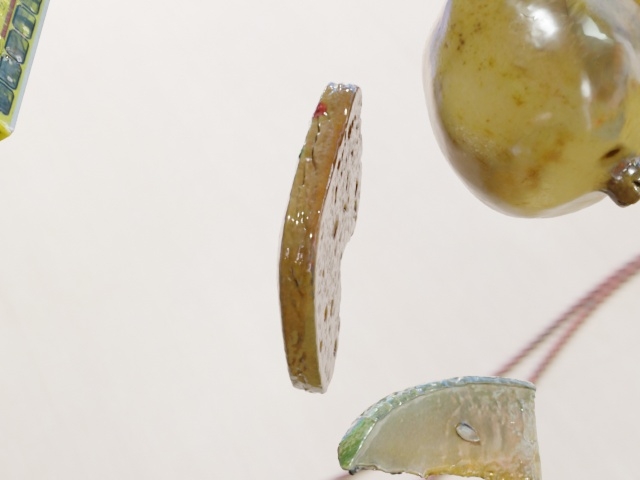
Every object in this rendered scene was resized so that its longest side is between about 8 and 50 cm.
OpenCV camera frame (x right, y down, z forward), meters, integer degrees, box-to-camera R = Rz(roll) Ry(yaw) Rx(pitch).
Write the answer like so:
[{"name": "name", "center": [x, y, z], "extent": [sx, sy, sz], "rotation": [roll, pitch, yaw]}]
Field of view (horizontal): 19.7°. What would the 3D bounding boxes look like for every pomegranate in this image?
[{"name": "pomegranate", "center": [0.242, -0.173, 2.003], "extent": [0.307, 0.307, 0.307], "rotation": [-10, 38, 7]}]

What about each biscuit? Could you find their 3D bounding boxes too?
[{"name": "biscuit", "center": [-0.002, 0.000, 1.928], "extent": [0.052, 0.262, 0.277], "rotation": [7, 52, 10]}]

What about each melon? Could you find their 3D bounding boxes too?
[{"name": "melon", "center": [0.093, 0.150, 1.476], "extent": [0.182, 0.054, 0.098], "rotation": [9, 61, -27]}]

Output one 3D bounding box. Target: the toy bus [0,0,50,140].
[{"name": "toy bus", "center": [-0.268, -0.170, 1.479], "extent": [0.081, 0.074, 0.226], "rotation": [-27, 40, 32]}]
